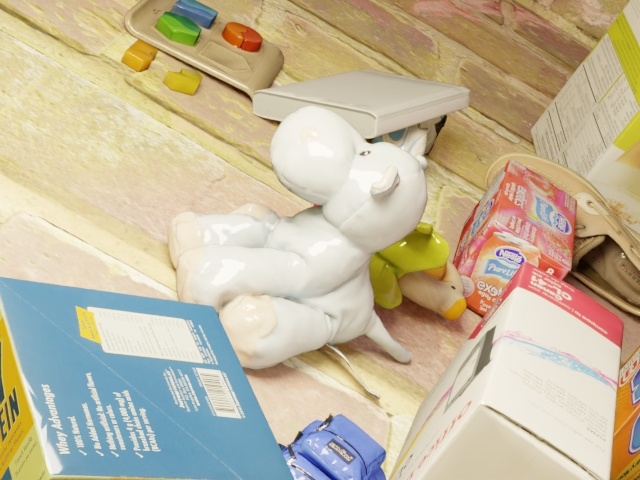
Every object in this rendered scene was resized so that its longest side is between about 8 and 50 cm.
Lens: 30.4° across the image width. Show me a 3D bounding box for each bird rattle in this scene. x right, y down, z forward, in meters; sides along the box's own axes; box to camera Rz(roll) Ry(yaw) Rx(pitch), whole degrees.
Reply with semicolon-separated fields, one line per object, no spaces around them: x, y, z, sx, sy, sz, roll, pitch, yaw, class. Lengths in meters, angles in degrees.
0.088;0.014;1.474;0.207;0.143;0.253;35;11;-23;bird rattle

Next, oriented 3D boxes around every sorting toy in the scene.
-0.173;-0.286;1.726;0.229;0.041;0.307;30;27;-5;sorting toy

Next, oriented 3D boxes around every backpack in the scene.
-0.006;0.212;1.016;0.098;0.101;0.120;33;30;16;backpack

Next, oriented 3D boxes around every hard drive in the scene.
0.068;-0.209;1.757;0.203;0.040;0.307;14;20;28;hard drive

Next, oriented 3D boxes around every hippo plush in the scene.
0.000;0.000;1.219;0.294;0.236;0.234;36;27;7;hippo plush

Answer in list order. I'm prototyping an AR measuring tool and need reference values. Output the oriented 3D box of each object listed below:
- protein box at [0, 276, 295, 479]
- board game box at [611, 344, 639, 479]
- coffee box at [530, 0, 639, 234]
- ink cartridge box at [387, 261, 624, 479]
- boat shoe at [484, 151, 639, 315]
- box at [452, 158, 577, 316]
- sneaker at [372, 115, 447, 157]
-0.163;0.152;0.903;0.201;0.136;0.200;11;35;-37;protein box
0.595;0.208;1.379;0.356;0.356;0.356;32;27;0;board game box
0.608;-0.160;2.032;0.337;0.334;0.338;27;29;-14;coffee box
0.166;0.186;1.103;0.131;0.226;0.306;34;26;3;ink cartridge box
0.395;-0.011;1.792;0.341;0.121;0.110;36;26;3;boat shoe
0.266;0.005;1.620;0.122;0.128;0.257;32;26;-1;box
0.138;-0.167;1.822;0.086;0.085;0.237;28;23;6;sneaker
